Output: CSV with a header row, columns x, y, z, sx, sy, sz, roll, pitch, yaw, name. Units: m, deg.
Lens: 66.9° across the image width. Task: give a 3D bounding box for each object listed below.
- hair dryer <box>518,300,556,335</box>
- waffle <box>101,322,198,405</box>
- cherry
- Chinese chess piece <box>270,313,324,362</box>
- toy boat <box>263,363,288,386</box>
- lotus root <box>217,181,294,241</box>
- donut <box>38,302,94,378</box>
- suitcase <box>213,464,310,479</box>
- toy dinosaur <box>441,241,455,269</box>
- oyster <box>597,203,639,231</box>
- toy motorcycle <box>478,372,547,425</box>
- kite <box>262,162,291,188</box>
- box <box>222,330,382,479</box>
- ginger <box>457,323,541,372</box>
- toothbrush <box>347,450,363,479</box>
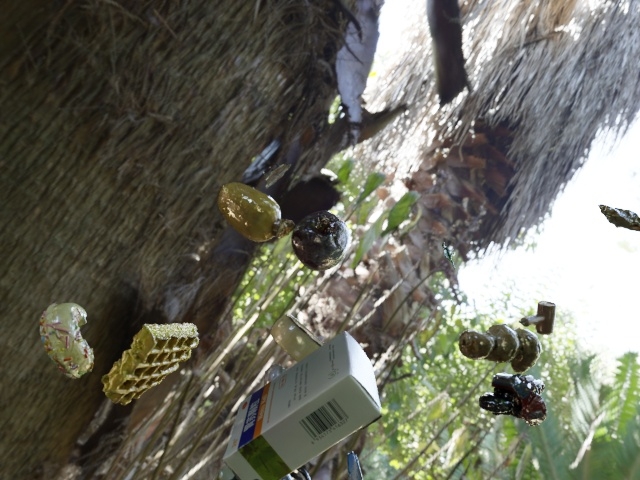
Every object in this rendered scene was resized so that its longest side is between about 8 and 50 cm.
x,y,z,sx,sy,sz,roll,pitch,yaw,name
0.750,0.279,1.689,0.064,0.181,0.117,17,-72,56,hair dryer
-0.397,0.293,1.139,0.057,0.219,0.229,41,3,19,waffle
0.001,0.009,1.518,0.195,0.195,0.195,31,-23,15,cherry
-0.067,0.385,1.800,0.257,0.104,0.257,41,-5,4,Chinese chess piece
-0.125,0.545,1.700,0.155,0.085,0.228,41,30,-73,toy boat
-0.218,-0.088,1.485,0.303,0.131,0.146,32,-38,31,lotus root
-0.511,0.185,0.978,0.108,0.065,0.166,80,-16,-51,donut
-0.191,0.956,1.776,0.351,0.339,0.194,51,-44,34,suitcase
0.529,0.066,2.001,0.060,0.120,0.029,9,-27,-43,toy dinosaur
0.836,-0.058,1.319,0.148,0.051,0.103,33,5,-21,oyster
0.412,0.316,0.994,0.122,0.082,0.213,9,7,36,toy motorcycle
-0.180,-0.257,1.840,0.016,0.127,0.229,50,-4,-23,kite
-0.035,0.337,0.979,0.106,0.299,0.200,54,8,-10,box
0.401,0.236,1.079,0.204,0.104,0.080,14,-5,-20,ginger
0.104,0.666,1.026,0.035,0.414,0.042,-14,-32,6,toothbrush
